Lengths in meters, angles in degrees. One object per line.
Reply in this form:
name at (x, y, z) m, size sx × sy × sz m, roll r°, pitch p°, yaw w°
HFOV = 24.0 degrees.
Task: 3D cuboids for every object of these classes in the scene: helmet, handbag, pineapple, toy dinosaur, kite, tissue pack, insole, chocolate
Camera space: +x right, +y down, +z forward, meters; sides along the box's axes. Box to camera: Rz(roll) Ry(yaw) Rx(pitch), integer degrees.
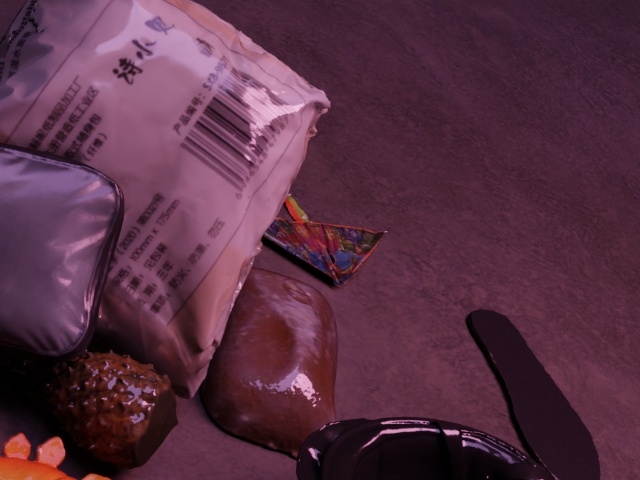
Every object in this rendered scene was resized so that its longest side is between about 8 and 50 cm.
helmet at (0.101, 0.292, 1.442) m, size 0.279 × 0.160 × 0.230 m, roll 15°, pitch 32°, yaw 4°
handbag at (-0.354, -0.011, 1.390) m, size 0.332 × 0.191 × 0.075 m, roll 16°, pitch -6°, yaw -12°
pineapple at (-0.236, 0.141, 1.456) m, size 0.198 × 0.108 × 0.108 m, roll 27°, pitch 31°, yaw 15°
toy dinosaur at (-0.240, 0.235, 1.346) m, size 0.288 × 0.070 × 0.117 m, roll 37°, pitch 32°, yaw 3°
kite at (0.000, 0.000, 1.908) m, size 0.241 × 0.014 × 0.183 m, roll 2°, pitch 38°, yaw -36°
tissue pack at (-0.201, -0.081, 1.539) m, size 0.390 × 0.195 × 0.375 m, roll 37°, pitch 70°, yaw -13°
insole at (0.258, 0.192, 1.840) m, size 0.110 × 0.012 × 0.309 m, roll 5°, pitch 39°, yaw -32°
chocolate at (-0.044, 0.113, 1.650) m, size 0.161 × 0.083 × 0.261 m, roll 17°, pitch 35°, yaw -16°
